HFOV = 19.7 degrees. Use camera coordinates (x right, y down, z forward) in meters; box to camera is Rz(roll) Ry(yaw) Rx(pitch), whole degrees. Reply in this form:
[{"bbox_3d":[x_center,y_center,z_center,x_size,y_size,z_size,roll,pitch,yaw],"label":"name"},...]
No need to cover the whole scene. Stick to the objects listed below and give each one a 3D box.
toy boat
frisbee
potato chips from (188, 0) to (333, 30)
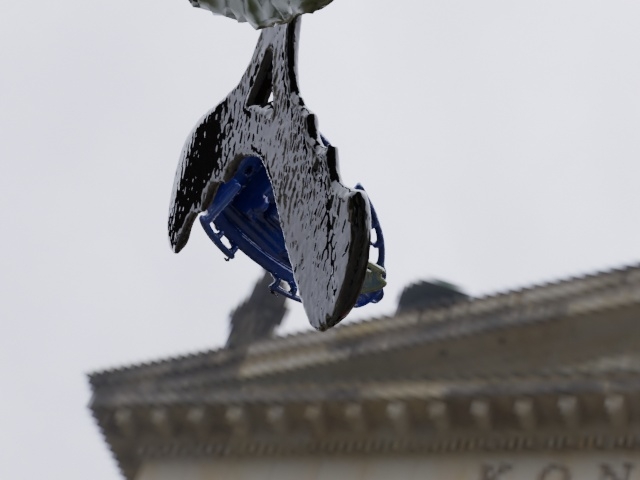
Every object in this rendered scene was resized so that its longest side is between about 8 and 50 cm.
[{"bbox_3d":[0.000,0.000,1.065,0.110,0.091,0.175,37,-5,43],"label":"toy boat"},{"bbox_3d":[-0.011,-0.068,0.656,0.012,0.211,0.187,8,-80,-21],"label":"frisbee"},{"bbox_3d":[0.085,-0.194,0.571,0.358,0.429,0.070,-35,-74,-6],"label":"potato chips"}]
